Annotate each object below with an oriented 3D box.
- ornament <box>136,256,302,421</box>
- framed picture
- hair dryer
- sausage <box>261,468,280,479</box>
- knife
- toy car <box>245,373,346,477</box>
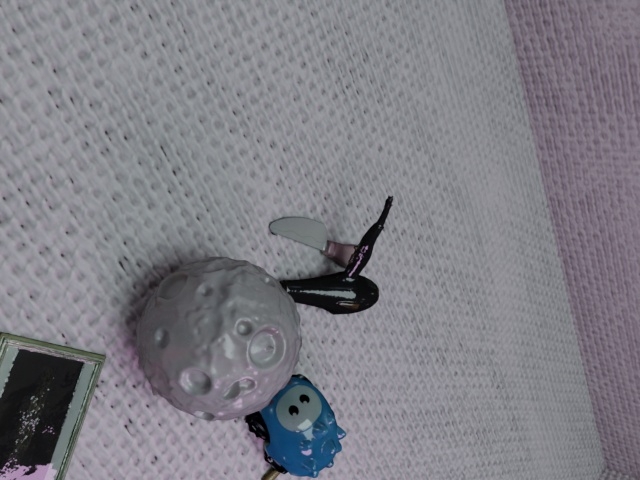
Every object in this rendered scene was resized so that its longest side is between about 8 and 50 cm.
[{"bbox_3d":[-0.196,0.200,1.516,0.337,0.337,0.336,-10,104,-45],"label":"ornament"},{"bbox_3d":[-0.539,0.335,1.389,0.231,0.018,0.293,25,79,-46],"label":"framed picture"},{"bbox_3d":[0.069,0.030,1.843,0.304,0.120,0.359,10,117,-36],"label":"hair dryer"},{"bbox_3d":[-0.098,0.569,1.891,0.132,0.024,0.024,-40,124,-34],"label":"sausage"},{"bbox_3d":[0.001,-0.003,1.885,0.336,0.043,0.081,26,78,-44],"label":"knife"},{"bbox_3d":[-0.042,0.461,1.813,0.188,0.190,0.255,-39,121,-35],"label":"toy car"}]
